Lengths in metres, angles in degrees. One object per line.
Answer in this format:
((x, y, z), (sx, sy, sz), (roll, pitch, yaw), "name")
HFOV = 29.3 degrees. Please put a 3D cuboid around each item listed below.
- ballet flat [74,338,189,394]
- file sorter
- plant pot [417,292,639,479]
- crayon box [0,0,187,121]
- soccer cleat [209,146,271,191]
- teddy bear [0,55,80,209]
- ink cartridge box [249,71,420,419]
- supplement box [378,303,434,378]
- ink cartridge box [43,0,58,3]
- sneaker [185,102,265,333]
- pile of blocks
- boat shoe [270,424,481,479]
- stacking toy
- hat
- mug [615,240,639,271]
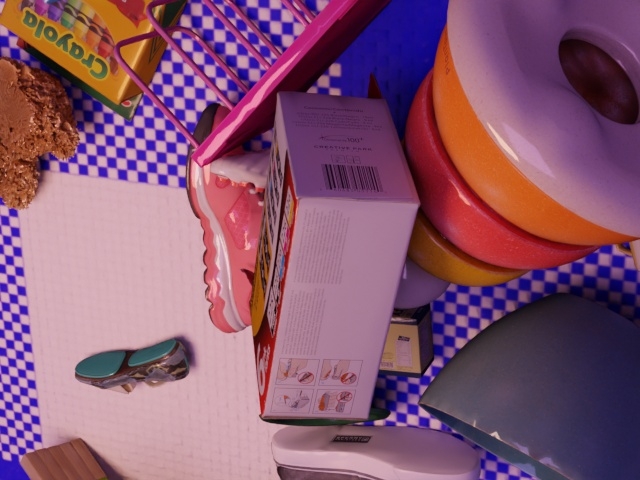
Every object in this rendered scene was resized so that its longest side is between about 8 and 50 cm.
((-0.268, 0.190, 1.754), (0.188, 0.070, 0.070), (-12, 105, 30), "ballet flat")
((-0.067, -0.265, 1.404), (0.182, 0.202, 0.291), (47, 120, 2), "file sorter")
((0.285, 0.175, 1.413), (0.290, 0.290, 0.195), (28, 82, 11), "plant pot")
((-0.275, -0.318, 1.542), (0.202, 0.081, 0.318), (34, 120, 7), "crayon box")
((-0.043, -0.097, 1.491), (0.068, 0.196, 0.076), (21, 106, 60), "soccer cleat")
((-0.459, -0.153, 1.686), (0.245, 0.113, 0.338), (52, 128, 5), "teddy bear")
((0.000, 0.000, 1.382), (0.130, 0.272, 0.309), (2, 127, -10), "ink cartridge box")
((0.097, 0.125, 1.571), (0.083, 0.056, 0.083), (3, 111, 22), "supplement box")
((-0.243, -0.364, 1.381), (0.191, 0.139, 0.082), (-38, 91, 28), "ink cartridge box")
((-0.085, -0.031, 1.575), (0.136, 0.116, 0.313), (-3, 114, 11), "sneaker")
((-0.299, 0.445, 1.816), (0.362, 0.149, 0.112), (32, 119, 8), "pile of blocks")
((0.074, 0.314, 1.629), (0.301, 0.108, 0.102), (0, 110, 26), "boat shoe")
((0.186, -0.069, 1.367), (0.350, 0.350, 0.480), (46, 139, 1), "stacking toy")
((0.000, 0.142, 1.601), (0.173, 0.208, 0.183), (-4, 76, 6), "hat")
((0.381, 0.004, 1.409), (0.062, 0.078, 0.064), (-15, 116, -6), "mug")
